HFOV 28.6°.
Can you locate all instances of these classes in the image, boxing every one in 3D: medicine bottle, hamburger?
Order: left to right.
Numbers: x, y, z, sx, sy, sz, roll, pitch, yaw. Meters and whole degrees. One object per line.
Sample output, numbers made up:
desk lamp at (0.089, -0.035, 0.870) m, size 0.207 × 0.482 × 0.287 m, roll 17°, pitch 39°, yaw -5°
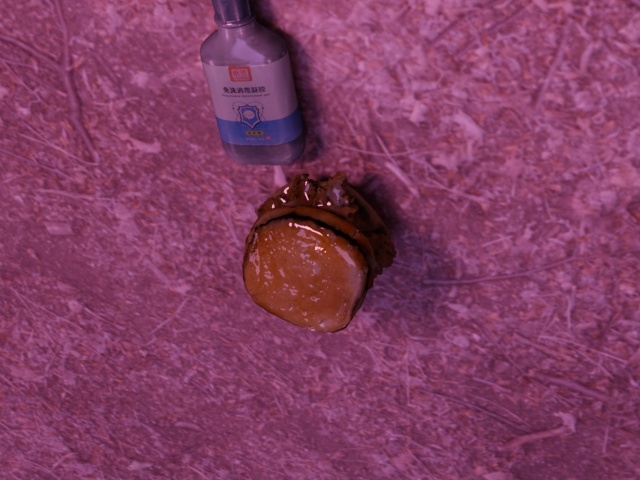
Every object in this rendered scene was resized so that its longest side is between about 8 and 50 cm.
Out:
medicine bottle at (-0.072, -0.168, 1.254) m, size 0.090 × 0.054 × 0.208 m, roll 3°, pitch 132°, yaw 17°
hamburger at (0.000, 0.000, 1.340) m, size 0.159 × 0.131 × 0.185 m, roll 26°, pitch 129°, yaw 7°
